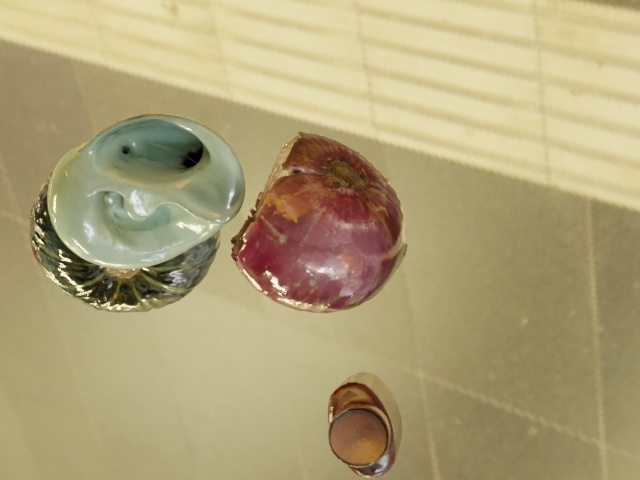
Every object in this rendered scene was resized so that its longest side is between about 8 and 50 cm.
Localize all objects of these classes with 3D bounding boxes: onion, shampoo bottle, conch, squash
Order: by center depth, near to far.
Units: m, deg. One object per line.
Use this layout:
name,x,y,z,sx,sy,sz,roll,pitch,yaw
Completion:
shampoo bottle,0.047,0.192,1.430,0.260,0.064,0.102,28,-137,-85
conch,-0.191,-0.061,1.503,0.221,0.121,0.185,-15,137,6
onion,0.007,-0.011,1.514,0.200,0.201,0.207,51,-173,-4
squash,-0.257,-0.017,1.817,0.252,0.165,0.252,-4,134,-4
